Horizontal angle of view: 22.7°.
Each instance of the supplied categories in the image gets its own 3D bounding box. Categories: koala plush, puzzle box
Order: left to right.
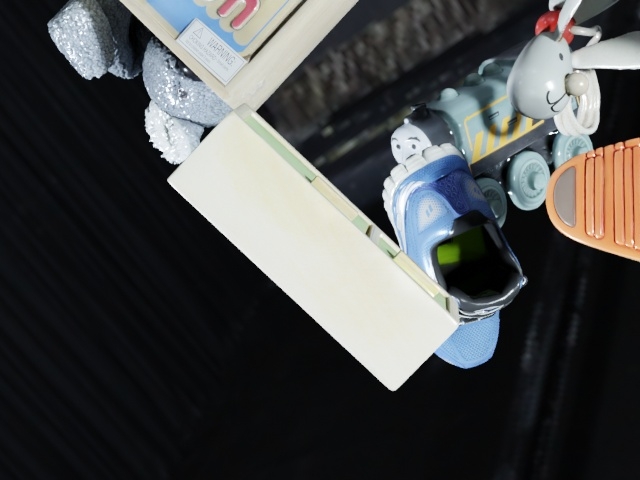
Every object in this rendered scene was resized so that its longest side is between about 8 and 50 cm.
[{"bbox_3d":[-0.165,-0.214,1.746,0.196,0.221,0.203,-47,-166,-7],"label":"koala plush"},{"bbox_3d":[-0.110,-0.340,1.573,0.272,0.052,0.409,-47,-120,2],"label":"puzzle box"}]

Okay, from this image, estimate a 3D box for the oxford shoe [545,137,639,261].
[{"bbox_3d":[0.399,-0.026,1.532,0.363,0.130,0.133,3,172,6],"label":"oxford shoe"}]

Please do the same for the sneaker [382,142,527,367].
[{"bbox_3d":[0.153,0.050,1.795,0.129,0.330,0.147,-25,-131,-7],"label":"sneaker"}]

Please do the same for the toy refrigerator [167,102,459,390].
[{"bbox_3d":[0.000,0.000,1.408,0.094,0.269,0.102,-46,-177,9],"label":"toy refrigerator"}]

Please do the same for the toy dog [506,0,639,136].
[{"bbox_3d":[0.337,-0.283,1.803,0.161,0.220,0.334,4,-100,39],"label":"toy dog"}]

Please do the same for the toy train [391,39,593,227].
[{"bbox_3d":[0.223,-0.131,2.066,0.334,0.190,0.142,-30,-159,-34],"label":"toy train"}]
